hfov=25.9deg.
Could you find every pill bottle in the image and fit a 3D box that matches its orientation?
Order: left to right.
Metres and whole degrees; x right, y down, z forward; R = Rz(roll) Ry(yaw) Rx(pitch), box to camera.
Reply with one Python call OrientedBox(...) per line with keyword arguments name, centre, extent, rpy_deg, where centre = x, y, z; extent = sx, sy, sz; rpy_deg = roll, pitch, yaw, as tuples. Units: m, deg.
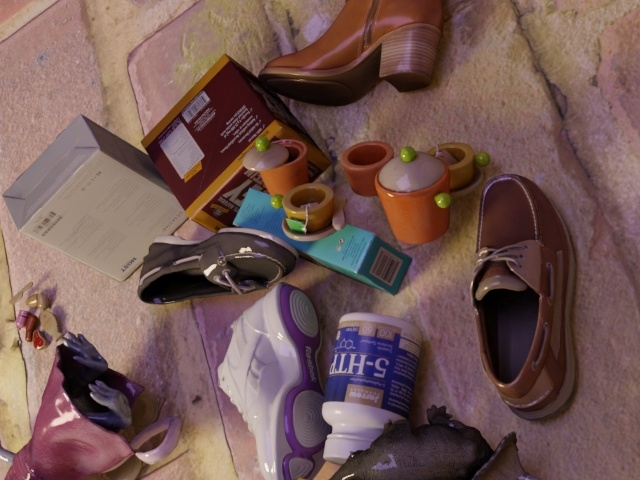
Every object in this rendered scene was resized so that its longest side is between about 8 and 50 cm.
OrientedBox(name="pill bottle", centre=(0.062, 0.195, 1.776), extent=(0.112, 0.112, 0.187), rpy_deg=(-2, 69, 36))

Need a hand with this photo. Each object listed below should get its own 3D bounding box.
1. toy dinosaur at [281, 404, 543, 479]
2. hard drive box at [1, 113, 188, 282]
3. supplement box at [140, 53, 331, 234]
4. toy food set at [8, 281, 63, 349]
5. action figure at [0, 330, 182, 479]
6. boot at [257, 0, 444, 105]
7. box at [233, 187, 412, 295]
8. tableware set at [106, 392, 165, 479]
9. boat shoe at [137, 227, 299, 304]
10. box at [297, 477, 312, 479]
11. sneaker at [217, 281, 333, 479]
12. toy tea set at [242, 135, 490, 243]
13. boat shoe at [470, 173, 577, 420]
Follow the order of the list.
OrientedBox(name="toy dinosaur", centre=(0.115, 0.253, 1.637), extent=(0.160, 0.313, 0.121), rpy_deg=(156, 119, -79))
OrientedBox(name="hard drive box", centre=(-0.331, -0.059, 2.102), extent=(0.181, 0.232, 0.089), rpy_deg=(-43, 50, 11))
OrientedBox(name="supplement box", centre=(-0.127, -0.130, 2.054), extent=(0.191, 0.129, 0.194), rpy_deg=(-45, 50, 10))
OrientedBox(name="toy food set", centre=(-0.461, 0.130, 2.253), extent=(0.078, 0.019, 0.122), rpy_deg=(-40, 59, 15))
OrientedBox(name="action figure", centre=(-0.387, 0.332, 2.016), extent=(0.370, 0.275, 0.248), rpy_deg=(-61, 3, 15))
OrientedBox(name="boot", centre=(0.048, -0.321, 2.026), extent=(0.283, 0.109, 0.220), rpy_deg=(-6, 67, 32))
OrientedBox(name="box", centre=(0.000, 0.000, 1.919), extent=(0.244, 0.100, 0.060), rpy_deg=(21, 83, 41))
OrientedBox(name="tableware set", centre=(-0.306, 0.285, 2.065), extent=(0.168, 0.020, 0.141), rpy_deg=(11, 78, 38))
OrientedBox(name="boat shoe", centre=(-0.151, 0.048, 1.975), extent=(0.335, 0.112, 0.096), rpy_deg=(-3, 58, 53))
OrientedBox(name="box", centre=(0.025, 0.309, 1.510), extent=(0.136, 0.028, 0.081), rpy_deg=(2, 70, 38))
OrientedBox(name="sneaker", centre=(-0.064, 0.212, 1.876), extent=(0.152, 0.114, 0.305), rpy_deg=(-29, 46, 31))
OrientedBox(name="toy tea set", centre=(0.045, -0.095, 1.827), extent=(0.336, 0.124, 0.200), rpy_deg=(1, 36, 19))
OrientedBox(name="boat shoe", centre=(0.243, 0.054, 1.704), extent=(0.123, 0.116, 0.324), rpy_deg=(-22, 58, 27))
